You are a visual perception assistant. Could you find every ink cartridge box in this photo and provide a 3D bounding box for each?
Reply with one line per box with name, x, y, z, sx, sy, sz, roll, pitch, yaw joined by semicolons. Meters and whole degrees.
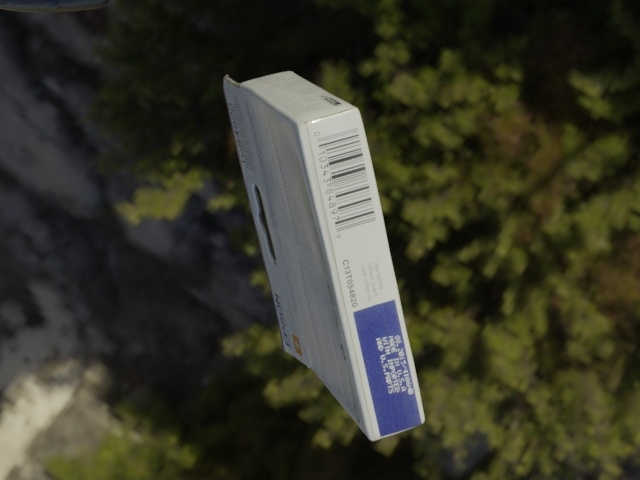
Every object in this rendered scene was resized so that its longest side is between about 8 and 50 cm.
ink cartridge box;0.000;0.000;1.346;0.224;0.045;0.223;-141;36;-69

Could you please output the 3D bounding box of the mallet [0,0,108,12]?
mallet;-0.143;-0.195;0.969;0.062;0.189;0.039;5;152;-31
